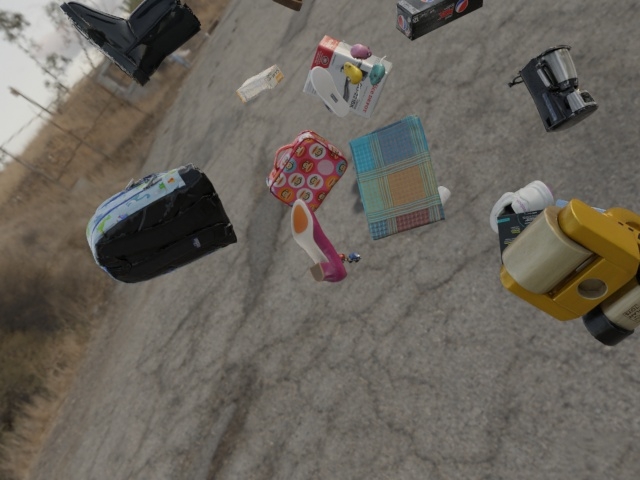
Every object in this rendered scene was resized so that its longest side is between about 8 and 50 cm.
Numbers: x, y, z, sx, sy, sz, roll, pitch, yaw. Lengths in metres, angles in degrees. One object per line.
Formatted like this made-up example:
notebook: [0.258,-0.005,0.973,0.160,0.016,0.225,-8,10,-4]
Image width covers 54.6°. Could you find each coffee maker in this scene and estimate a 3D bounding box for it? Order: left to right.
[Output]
coffee maker: [0.571,-0.358,1.520,0.120,0.178,0.171,-17,-11,-11]

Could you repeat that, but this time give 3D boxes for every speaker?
speaker: [0.398,-0.124,2.158,0.136,0.055,0.055,-52,17,-21]

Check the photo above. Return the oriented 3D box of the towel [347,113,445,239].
towel: [0.249,-0.211,2.081,0.272,0.040,0.370,-18,78,28]

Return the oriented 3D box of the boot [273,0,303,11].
boot: [-0.152,-0.634,1.418,0.112,0.305,0.115,53,125,38]

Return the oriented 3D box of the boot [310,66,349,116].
boot: [0.015,-0.477,1.994,0.069,0.190,0.086,-41,32,-7]

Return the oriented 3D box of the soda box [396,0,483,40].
soda box: [0.225,-0.443,1.166,0.169,0.060,0.053,-28,56,-12]

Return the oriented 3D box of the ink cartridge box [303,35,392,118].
ink cartridge box: [0.101,-0.595,2.271,0.114,0.273,0.197,-68,0,-51]

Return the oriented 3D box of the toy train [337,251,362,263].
toy train: [0.061,0.058,1.970,0.036,0.158,0.027,106,149,-43]

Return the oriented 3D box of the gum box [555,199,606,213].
gum box: [0.702,-0.058,1.574,0.157,0.184,0.041,21,99,40]

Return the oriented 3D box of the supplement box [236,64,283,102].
supplement box: [-0.142,-0.366,1.449,0.098,0.036,0.062,-16,31,36]

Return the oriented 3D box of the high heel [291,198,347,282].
high heel: [0.000,0.000,1.700,0.082,0.117,0.244,-34,70,34]

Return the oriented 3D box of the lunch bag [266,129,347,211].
lunch bag: [-0.067,-0.269,2.405,0.293,0.258,0.120,-51,25,19]

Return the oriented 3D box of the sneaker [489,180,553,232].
sneaker: [0.549,-0.081,1.820,0.152,0.114,0.305,-30,-10,-15]

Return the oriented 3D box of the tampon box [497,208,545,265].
tampon box: [0.512,0.018,1.530,0.121,0.101,0.160,-9,76,27]

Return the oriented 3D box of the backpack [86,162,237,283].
backpack: [-0.458,-0.034,1.710,0.355,0.290,0.273,-40,48,-17]

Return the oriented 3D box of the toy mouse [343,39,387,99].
toy mouse: [0.125,-0.463,1.616,0.143,0.161,0.031,-25,-3,-23]

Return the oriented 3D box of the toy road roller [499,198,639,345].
toy road roller: [0.531,0.027,1.221,0.202,0.330,0.240,-55,11,40]

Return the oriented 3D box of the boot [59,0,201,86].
boot: [-0.413,-0.492,1.373,0.207,0.246,0.094,-50,7,-8]
